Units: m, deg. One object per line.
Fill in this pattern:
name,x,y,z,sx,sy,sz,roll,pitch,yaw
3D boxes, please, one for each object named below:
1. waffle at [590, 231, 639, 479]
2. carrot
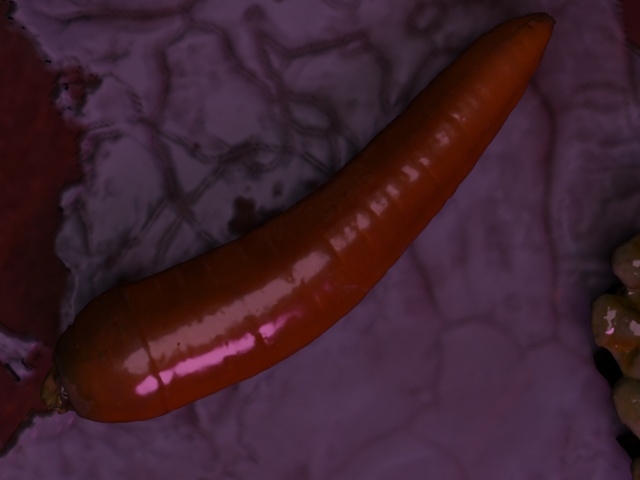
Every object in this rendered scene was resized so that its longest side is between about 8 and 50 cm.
waffle,0.226,0.057,0.641,0.207,0.054,0.214,-31,91,3
carrot,0.000,0.000,0.623,0.271,0.066,0.062,-32,140,-3
